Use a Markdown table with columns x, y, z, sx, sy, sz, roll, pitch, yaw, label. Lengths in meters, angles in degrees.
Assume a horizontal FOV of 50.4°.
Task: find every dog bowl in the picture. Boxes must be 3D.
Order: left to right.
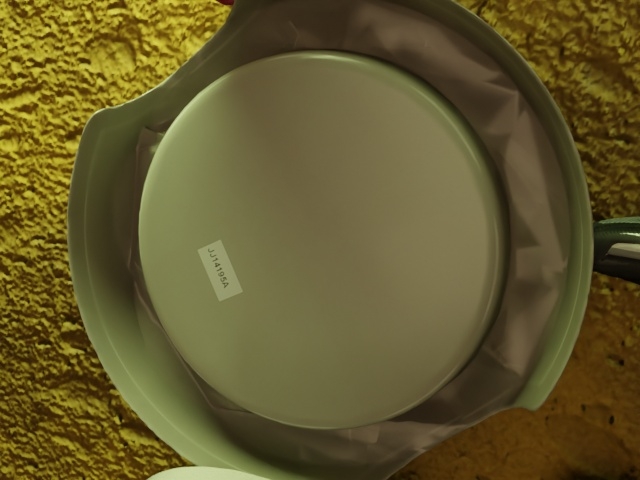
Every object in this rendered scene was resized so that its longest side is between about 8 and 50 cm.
| x | y | z | sx | sy | sz | roll | pitch | yaw | label |
| --- | --- | --- | --- | --- | --- | --- | --- | --- | --- |
| 0.000 | 0.000 | 0.474 | 0.349 | 0.102 | 0.348 | 2 | 98 | 18 | dog bowl |

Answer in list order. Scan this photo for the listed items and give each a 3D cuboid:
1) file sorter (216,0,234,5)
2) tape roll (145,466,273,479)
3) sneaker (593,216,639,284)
| x | y | z | sx | sy | sz | roll | pitch | yaw | label |
| --- | --- | --- | --- | --- | --- | --- | --- | --- | --- |
| -0.014 | -0.306 | 0.385 | 0.183 | 0.202 | 0.290 | 3 | 98 | 16 | file sorter |
| -0.061 | 0.295 | 0.449 | 0.246 | 0.169 | 0.246 | 12 | 129 | 16 | tape roll |
| 0.266 | 0.061 | 0.405 | 0.229 | 0.086 | 0.132 | 8 | 102 | 16 | sneaker |
